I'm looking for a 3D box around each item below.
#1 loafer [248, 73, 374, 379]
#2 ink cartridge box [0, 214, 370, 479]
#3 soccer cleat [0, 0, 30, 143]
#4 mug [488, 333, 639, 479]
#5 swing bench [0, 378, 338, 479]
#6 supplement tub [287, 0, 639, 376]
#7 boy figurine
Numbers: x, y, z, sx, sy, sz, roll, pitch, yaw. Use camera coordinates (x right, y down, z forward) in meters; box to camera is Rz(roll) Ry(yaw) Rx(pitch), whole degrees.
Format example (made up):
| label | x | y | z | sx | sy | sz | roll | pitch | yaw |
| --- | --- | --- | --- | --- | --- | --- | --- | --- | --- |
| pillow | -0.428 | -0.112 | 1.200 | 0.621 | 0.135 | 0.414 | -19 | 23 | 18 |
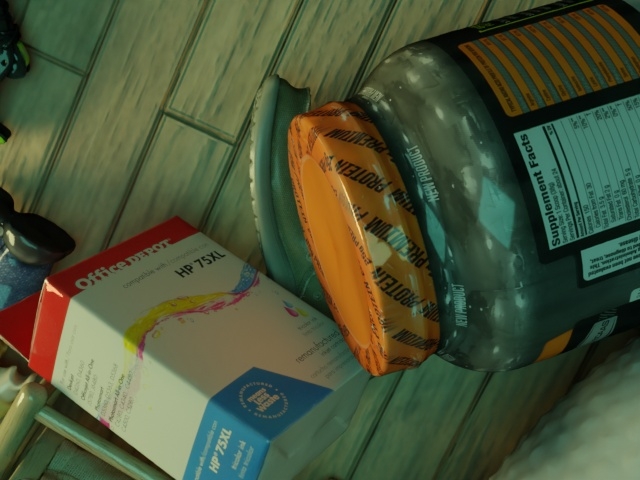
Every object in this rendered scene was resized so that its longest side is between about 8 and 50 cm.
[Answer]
| label | x | y | z | sx | sy | sz | roll | pitch | yaw |
| --- | --- | --- | --- | --- | --- | --- | --- | --- | --- |
| loafer | 0.000 | 0.000 | 0.803 | 0.087 | 0.094 | 0.251 | -9 | 109 | 0 |
| ink cartridge box | -0.095 | 0.066 | 0.735 | 0.231 | 0.134 | 0.078 | 32 | 124 | 19 |
| soccer cleat | -0.246 | -0.157 | 0.803 | 0.072 | 0.060 | 0.179 | 9 | 108 | -8 |
| mug | 0.277 | 0.246 | 0.748 | 0.374 | 0.276 | 0.328 | 33 | 91 | -19 |
| swing bench | -0.152 | 0.246 | 0.816 | 0.253 | 0.165 | 0.254 | 32 | 100 | -4 |
| supplement tub | 0.164 | -0.045 | 0.678 | 0.338 | 0.207 | 0.207 | -17 | 100 | -11 |
| boy figurine | -0.312 | 0.086 | 0.834 | 0.177 | 0.092 | 0.285 | 37 | 98 | -6 |
